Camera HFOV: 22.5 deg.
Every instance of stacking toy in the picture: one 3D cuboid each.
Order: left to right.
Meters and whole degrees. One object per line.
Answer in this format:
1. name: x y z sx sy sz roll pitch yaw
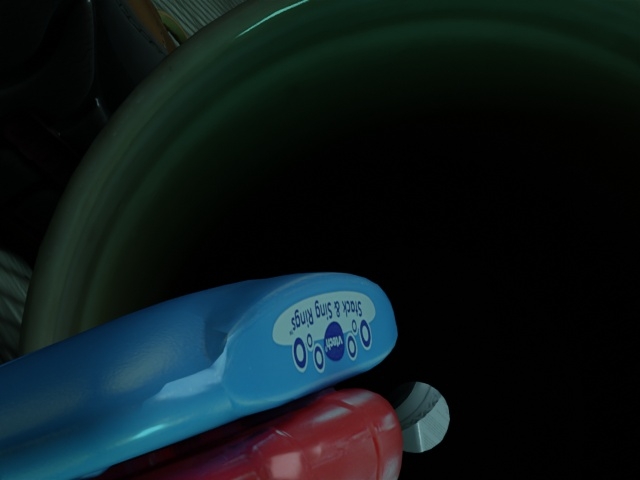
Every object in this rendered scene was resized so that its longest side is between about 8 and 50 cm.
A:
1. stacking toy: -0.023 0.171 0.426 0.175 0.165 0.302 -7 77 -68

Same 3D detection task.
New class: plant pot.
1. plant pot: 0.054 0.072 0.684 0.323 0.323 0.280 56 -6 6

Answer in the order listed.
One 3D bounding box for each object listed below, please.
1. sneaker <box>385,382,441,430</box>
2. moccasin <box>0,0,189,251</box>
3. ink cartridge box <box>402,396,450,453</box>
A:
1. sneaker: 0.000 0.000 1.110 0.153 0.101 0.268 50 14 -40
2. moccasin: -0.131 -0.098 0.726 0.380 0.139 0.147 42 15 -52
3. ink cartridge box: 0.086 0.194 1.119 0.145 0.045 0.179 45 33 -47
